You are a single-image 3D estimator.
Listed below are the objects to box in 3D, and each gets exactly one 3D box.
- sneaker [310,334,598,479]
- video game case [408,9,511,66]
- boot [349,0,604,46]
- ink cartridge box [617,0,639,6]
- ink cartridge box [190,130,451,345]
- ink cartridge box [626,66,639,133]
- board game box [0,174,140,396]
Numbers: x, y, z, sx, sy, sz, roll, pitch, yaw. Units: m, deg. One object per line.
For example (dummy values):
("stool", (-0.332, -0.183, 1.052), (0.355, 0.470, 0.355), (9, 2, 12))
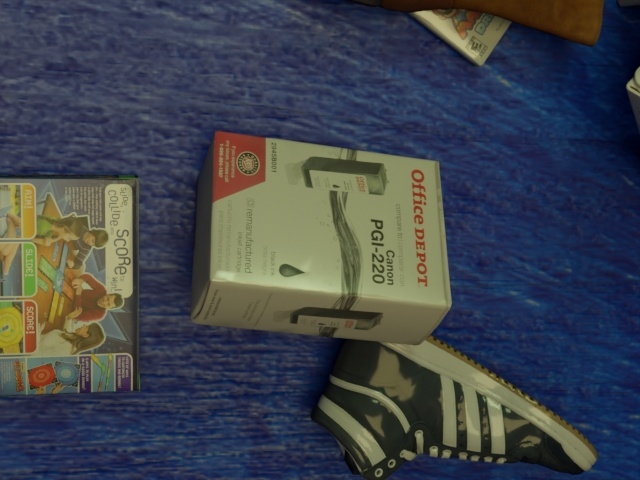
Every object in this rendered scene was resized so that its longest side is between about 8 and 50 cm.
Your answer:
("sneaker", (0.124, 0.193, 1.055), (0.282, 0.099, 0.153), (32, 85, -8))
("video game case", (0.143, -0.273, 1.037), (0.143, 0.019, 0.157), (35, 90, -15))
("boot", (0.158, -0.326, 0.976), (0.280, 0.096, 0.264), (5, 95, -14))
("ink cartridge box", (0.333, -0.274, 1.028), (0.052, 0.122, 0.089), (-11, 101, -15))
("ink cartridge box", (0.000, 0.000, 0.972), (0.217, 0.092, 0.159), (7, 60, -15))
("ink cartridge box", (0.391, -0.131, 1.005), (0.172, 0.100, 0.237), (-50, 148, -2))
("board game box", (-0.234, 0.040, 0.987), (0.136, 0.035, 0.201), (0, 98, -13))
